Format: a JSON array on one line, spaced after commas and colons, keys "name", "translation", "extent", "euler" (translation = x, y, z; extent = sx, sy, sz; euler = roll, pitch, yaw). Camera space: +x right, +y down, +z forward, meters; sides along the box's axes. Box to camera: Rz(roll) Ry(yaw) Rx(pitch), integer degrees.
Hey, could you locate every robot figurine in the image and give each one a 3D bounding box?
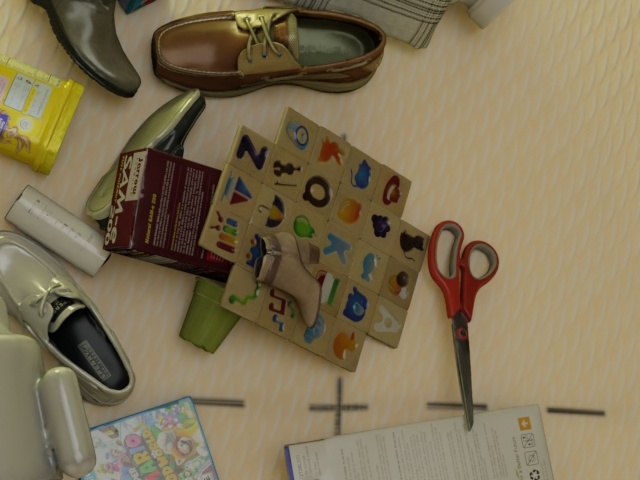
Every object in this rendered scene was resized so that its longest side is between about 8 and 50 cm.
[{"name": "robot figurine", "translation": [-0.403, 0.236, 1.659], "extent": [0.300, 0.200, 0.353], "euler": [-14, 79, 16]}]

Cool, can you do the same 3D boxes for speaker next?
[{"name": "speaker", "translation": [-0.327, -0.011, 1.826], "extent": [0.136, 0.055, 0.055], "euler": [34, 69, -8]}]

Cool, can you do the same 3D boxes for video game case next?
[{"name": "video game case", "translation": [-0.222, 0.276, 1.811], "extent": [0.166, 0.015, 0.119], "euler": [-17, 83, -21]}]

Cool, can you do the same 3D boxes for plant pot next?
[{"name": "plant pot", "translation": [-0.141, 0.100, 1.854], "extent": [0.083, 0.083, 0.079], "euler": [28, 82, -10]}]

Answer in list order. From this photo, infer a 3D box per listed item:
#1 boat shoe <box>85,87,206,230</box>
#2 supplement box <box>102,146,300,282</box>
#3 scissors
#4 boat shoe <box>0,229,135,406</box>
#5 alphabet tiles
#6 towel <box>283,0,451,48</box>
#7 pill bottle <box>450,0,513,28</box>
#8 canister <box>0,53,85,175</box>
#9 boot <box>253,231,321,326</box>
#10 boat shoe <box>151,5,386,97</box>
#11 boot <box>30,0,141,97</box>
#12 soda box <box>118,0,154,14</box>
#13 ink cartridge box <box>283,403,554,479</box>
[{"name": "boat shoe", "translation": [-0.215, -0.100, 1.883], "extent": [0.079, 0.084, 0.233], "euler": [45, 62, -28]}, {"name": "supplement box", "translation": [-0.148, -0.023, 1.833], "extent": [0.239, 0.073, 0.130], "euler": [18, 76, -36]}, {"name": "scissors", "translation": [0.179, 0.109, 1.956], "extent": [0.109, 0.021, 0.297], "euler": [23, 59, -18]}, {"name": "boat shoe", "translation": [-0.324, 0.092, 1.783], "extent": [0.096, 0.088, 0.267], "euler": [-35, 89, -22]}, {"name": "alphabet tiles", "translation": [0.000, 0.000, 1.893], "extent": [0.343, 0.011, 0.285], "euler": [29, 67, -32]}, {"name": "towel", "translation": [0.056, -0.432, 1.937], "extent": [0.324, 0.312, 0.056], "euler": [21, 39, -8]}, {"name": "pill bottle", "translation": [0.185, -0.425, 2.057], "extent": [0.245, 0.136, 0.136], "euler": [47, 67, -3]}, {"name": "canister", "translation": [-0.401, -0.172, 1.833], "extent": [0.170, 0.073, 0.126], "euler": [23, 70, -11]}, {"name": "boot", "translation": [-0.043, 0.048, 1.824], "extent": [0.087, 0.042, 0.118], "euler": [6, 80, -31]}, {"name": "boat shoe", "translation": [-0.063, -0.268, 1.943], "extent": [0.324, 0.120, 0.122], "euler": [-4, 78, -20]}, {"name": "boot", "translation": [-0.277, -0.319, 1.863], "extent": [0.161, 0.083, 0.246], "euler": [-38, 89, 15]}, {"name": "soda box", "translation": [-0.280, -0.415, 1.937], "extent": [0.071, 0.067, 0.210], "euler": [-32, 88, -23]}, {"name": "ink cartridge box", "translation": [0.131, 0.327, 1.890], "extent": [0.371, 0.069, 0.175], "euler": [-6, 79, -22]}]
